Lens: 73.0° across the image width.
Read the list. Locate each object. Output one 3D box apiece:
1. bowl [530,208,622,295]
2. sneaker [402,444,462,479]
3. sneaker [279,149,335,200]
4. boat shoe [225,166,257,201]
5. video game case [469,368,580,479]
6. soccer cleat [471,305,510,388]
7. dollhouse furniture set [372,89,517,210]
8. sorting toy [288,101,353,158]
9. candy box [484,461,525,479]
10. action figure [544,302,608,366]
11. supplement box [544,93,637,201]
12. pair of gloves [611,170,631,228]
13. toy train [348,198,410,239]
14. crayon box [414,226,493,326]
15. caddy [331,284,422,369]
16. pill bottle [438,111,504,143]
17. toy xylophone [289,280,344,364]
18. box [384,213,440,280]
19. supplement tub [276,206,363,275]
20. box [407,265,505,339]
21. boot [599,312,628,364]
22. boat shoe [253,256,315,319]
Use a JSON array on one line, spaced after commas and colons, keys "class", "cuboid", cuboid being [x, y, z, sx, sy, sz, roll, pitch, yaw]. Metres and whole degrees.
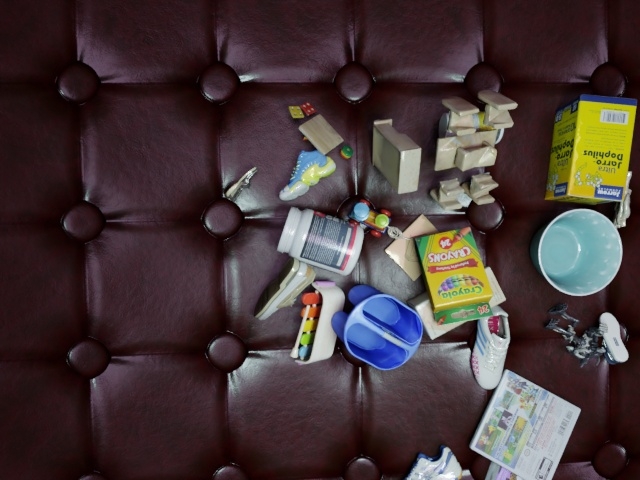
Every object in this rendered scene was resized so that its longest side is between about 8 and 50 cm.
[{"class": "bowl", "cuboid": [0.920, 0.040, 1.612, 0.312, 0.163, 0.311, 0, 91, -3]}, {"class": "sneaker", "cuboid": [0.378, 0.882, 1.642, 0.296, 0.112, 0.131, -23, 76, -4]}, {"class": "sneaker", "cuboid": [-0.069, -0.248, 1.585, 0.240, 0.091, 0.126, -33, 81, -10]}, {"class": "boat shoe", "cuboid": [-0.280, -0.206, 1.583, 0.152, 0.056, 0.049, -43, 99, 8]}, {"class": "video game case", "cuboid": [0.769, 0.707, 1.632, 0.300, 0.036, 0.329, 28, 82, 9]}, {"class": "soccer cleat", "cuboid": [0.638, 0.404, 1.613, 0.116, 0.143, 0.331, 0, 92, -4]}, {"class": "dollhouse furniture set", "cuboid": [0.410, -0.320, 1.516, 0.394, 0.256, 0.362, -11, 128, -10]}, {"class": "sorting toy", "cuboid": [-0.010, -0.382, 1.569, 0.274, 0.046, 0.132, 47, 49, -2]}, {"class": "candy box", "cuboid": [0.756, 0.916, 1.671, 0.196, 0.070, 0.164, 19, 90, -4]}, {"class": "action figure", "cuboid": [0.991, 0.372, 1.640, 0.276, 0.141, 0.164, 39, 77, -2]}, {"class": "supplement box", "cuboid": [0.977, -0.321, 1.581, 0.195, 0.194, 0.356, 7, 91, 4]}, {"class": "pair of gloves", "cuboid": [1.116, -0.143, 1.593, 0.042, 0.240, 0.204, 9, 92, 30]}, {"class": "toy train", "cuboid": [0.225, -0.064, 1.561, 0.248, 0.143, 0.105, 26, 90, 3]}, {"class": "crayon box", "cuboid": [0.469, 0.124, 1.522, 0.202, 0.081, 0.318, -13, 64, 4]}, {"class": "caddy", "cuboid": [0.207, 0.308, 1.516, 0.341, 0.179, 0.241, 34, 90, -30]}, {"class": "pill bottle", "cuboid": [0.553, -0.417, 1.597, 0.209, 0.119, 0.119, 1, 91, -3]}, {"class": "toy xylophone", "cuboid": [-0.017, 0.299, 1.535, 0.081, 0.236, 0.322, 18, 91, 40]}, {"class": "box", "cuboid": [0.369, 0.027, 1.646, 0.201, 0.021, 0.164, -44, 94, -2]}, {"class": "supplement tub", "cuboid": [0.000, 0.000, 1.535, 0.272, 0.191, 0.191, 18, 90, -5]}, {"class": "box", "cuboid": [0.500, 0.225, 1.609, 0.311, 0.121, 0.148, -29, 93, -3]}, {"class": "boot", "cuboid": [1.124, 0.384, 1.689, 0.069, 0.086, 0.190, -3, 64, 4]}, {"class": "boat shoe", "cuboid": [-0.132, 0.192, 1.535, 0.103, 0.113, 0.302, 27, 124, -22]}]
